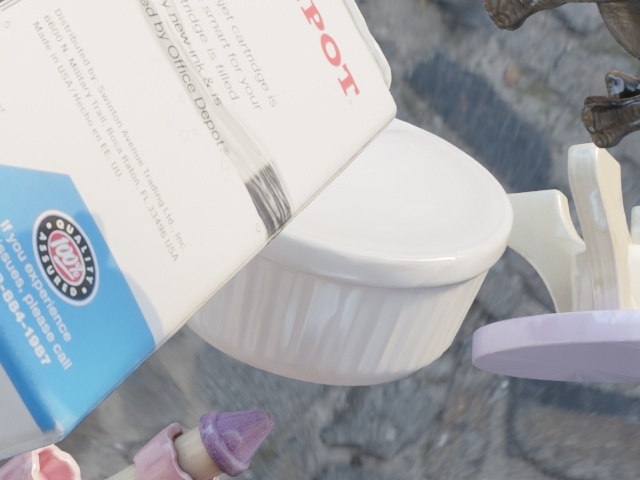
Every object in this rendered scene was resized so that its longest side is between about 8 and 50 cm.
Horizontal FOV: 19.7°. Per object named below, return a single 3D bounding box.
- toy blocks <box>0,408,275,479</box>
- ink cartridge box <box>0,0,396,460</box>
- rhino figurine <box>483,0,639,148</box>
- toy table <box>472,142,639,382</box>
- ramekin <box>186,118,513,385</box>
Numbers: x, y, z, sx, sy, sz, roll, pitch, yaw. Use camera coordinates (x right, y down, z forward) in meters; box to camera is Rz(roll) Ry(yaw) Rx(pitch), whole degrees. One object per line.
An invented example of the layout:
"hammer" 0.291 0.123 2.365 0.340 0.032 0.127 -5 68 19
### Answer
"toy blocks" -0.069 0.264 1.297 0.260 0.288 0.309 -30 78 16
"ink cartridge box" -0.154 -0.093 0.972 0.166 0.395 0.285 -20 104 34
"rhino figurine" 0.125 -0.126 0.781 0.106 0.243 0.073 -19 48 28
"toy table" 0.265 0.029 1.571 0.274 0.252 0.161 -1 74 14
"ramekin" 0.000 0.000 1.387 0.273 0.273 0.127 17 116 3
